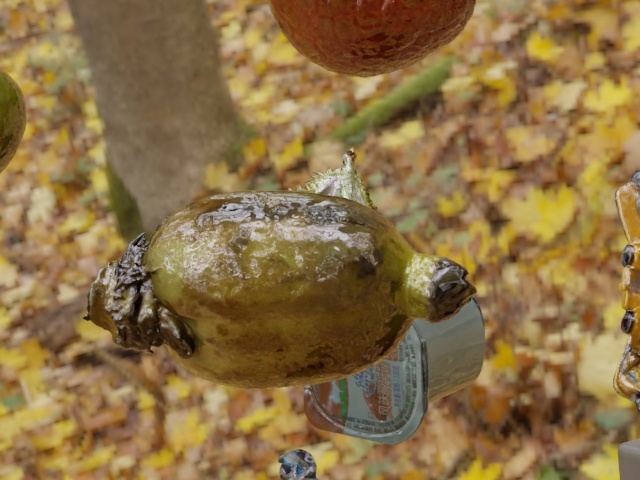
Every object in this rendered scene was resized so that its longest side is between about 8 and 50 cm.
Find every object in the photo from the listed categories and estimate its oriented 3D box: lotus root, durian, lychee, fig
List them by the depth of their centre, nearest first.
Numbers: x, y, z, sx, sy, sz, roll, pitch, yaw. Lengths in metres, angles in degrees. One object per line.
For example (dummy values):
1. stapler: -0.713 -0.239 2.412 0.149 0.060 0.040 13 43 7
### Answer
1. lotus root: -0.029 0.040 1.234 0.314 0.169 0.141 0 38 6
2. fig: -0.374 -0.099 1.497 0.148 0.186 0.142 13 -14 -14
3. durian: 0.000 0.000 1.541 0.146 0.208 0.102 17 -12 -23
4. lychee: 0.053 -0.316 1.853 0.255 0.255 0.300 -37 18 -36

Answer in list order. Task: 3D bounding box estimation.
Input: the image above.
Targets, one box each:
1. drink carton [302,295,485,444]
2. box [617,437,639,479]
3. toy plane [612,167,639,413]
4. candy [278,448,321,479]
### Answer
1. drink carton: 0.103 0.144 1.887 0.191 0.185 0.190 5 9 38
2. box: 0.315 0.297 1.317 0.055 0.243 0.103 -9 5 -23
3. toy plane: 0.374 0.063 1.188 0.316 0.103 0.204 14 68 -22
4. candy: -0.005 0.277 1.255 0.051 0.226 0.094 -24 36 -36
